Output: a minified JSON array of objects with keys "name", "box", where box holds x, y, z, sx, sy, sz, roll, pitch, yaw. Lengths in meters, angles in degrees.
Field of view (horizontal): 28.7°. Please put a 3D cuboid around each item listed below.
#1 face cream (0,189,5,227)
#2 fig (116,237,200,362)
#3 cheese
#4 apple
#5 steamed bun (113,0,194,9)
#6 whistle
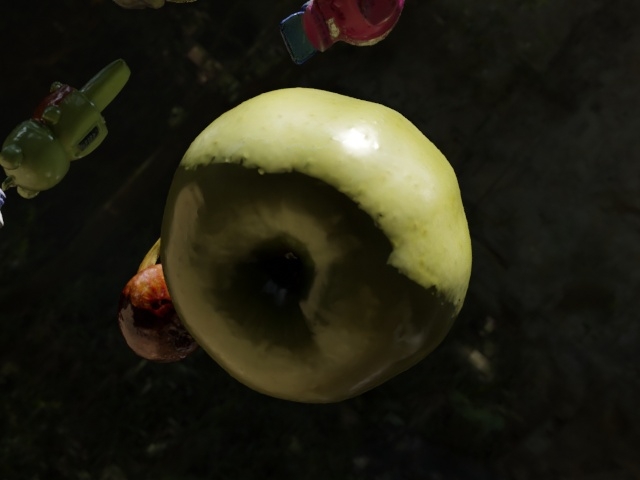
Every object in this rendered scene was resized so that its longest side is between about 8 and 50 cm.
[{"name":"face cream","box":[-0.767,0.046,2.412,0.137,0.420,0.235,42,-13,-18]},{"name":"fig","box":[-0.274,0.105,2.121,0.207,0.175,0.175,41,-9,38]},{"name":"cheese","box":[0.041,-0.352,1.881,0.062,0.244,0.155,22,-37,54]},{"name":"apple","box":[0.000,0.000,1.805,0.474,0.473,0.473,39,-12,10]},{"name":"steamed bun","box":[-0.298,-0.478,2.002,0.280,0.207,0.268,20,-11,27]},{"name":"whistle","box":[-0.409,-0.182,1.992,0.106,0.288,0.131,32,-20,20]}]
